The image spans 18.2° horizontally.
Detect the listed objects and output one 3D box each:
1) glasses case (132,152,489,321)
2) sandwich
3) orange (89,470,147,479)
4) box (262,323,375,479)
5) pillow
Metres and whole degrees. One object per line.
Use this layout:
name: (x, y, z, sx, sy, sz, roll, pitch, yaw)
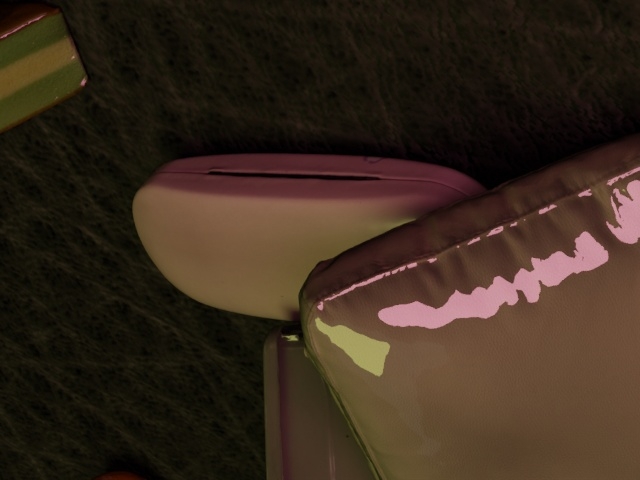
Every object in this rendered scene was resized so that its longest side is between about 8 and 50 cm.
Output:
glasses case: (0.000, 0.000, 1.331, 0.297, 0.075, 0.113, 3, 132, 36)
sandwich: (-0.229, -0.104, 1.375, 0.074, 0.116, 0.074, 9, 135, 34)
orange: (-0.172, 0.236, 1.724, 0.083, 0.070, 0.083, 34, 153, 20)
box: (0.023, 0.142, 1.343, 0.093, 0.172, 0.124, -6, 168, 16)
pillow: (0.146, 0.103, 1.227, 0.255, 0.120, 0.322, -22, 122, 4)
